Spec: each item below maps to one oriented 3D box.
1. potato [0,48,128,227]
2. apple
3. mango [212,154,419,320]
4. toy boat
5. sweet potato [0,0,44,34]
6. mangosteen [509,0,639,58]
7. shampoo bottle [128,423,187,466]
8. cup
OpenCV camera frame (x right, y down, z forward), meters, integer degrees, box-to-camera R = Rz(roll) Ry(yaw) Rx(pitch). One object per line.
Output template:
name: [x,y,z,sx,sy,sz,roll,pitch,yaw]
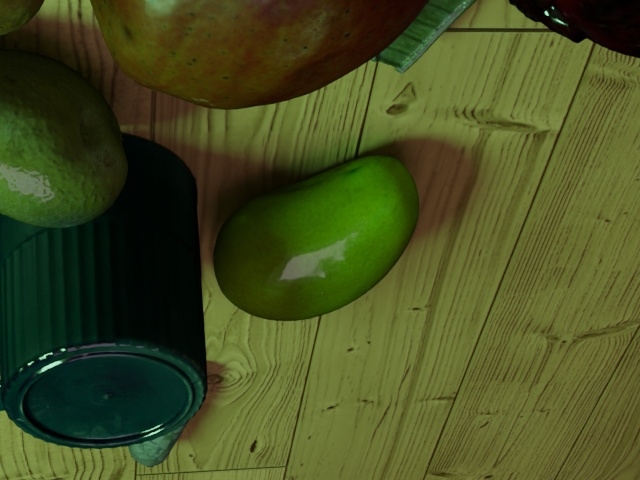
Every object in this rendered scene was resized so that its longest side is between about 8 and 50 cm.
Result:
potato: [-0.317,-0.111,1.374,0.251,0.174,0.159,16,120,-29]
apple: [-0.057,-0.291,1.253,0.328,0.295,0.365,38,131,2]
mango: [0.000,0.006,1.624,0.273,0.149,0.185,-22,139,8]
toy boat: [0.147,-0.288,1.350,0.093,0.055,0.293,18,134,-32]
sweet potato: [-0.402,-0.240,1.260,0.291,0.097,0.097,3,141,-15]
mangosteen: [0.286,-0.355,1.077,0.381,0.421,0.381,27,164,8]
shampoo bottle: [-0.225,0.255,1.960,0.072,0.072,0.214,8,139,-22]
cup: [-0.279,0.061,1.511,0.307,0.292,0.242,6,140,-21]
